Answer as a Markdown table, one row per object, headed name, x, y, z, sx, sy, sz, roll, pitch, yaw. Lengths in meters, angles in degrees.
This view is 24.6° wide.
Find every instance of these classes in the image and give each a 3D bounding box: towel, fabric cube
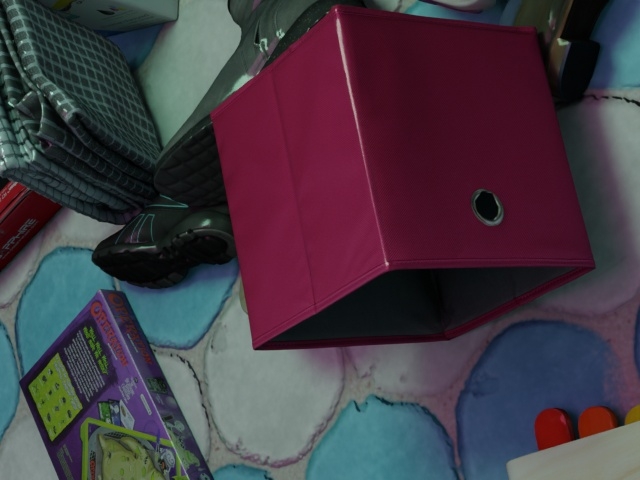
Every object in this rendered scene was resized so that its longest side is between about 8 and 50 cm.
| name | x | y | z | sx | sy | sz | roll | pitch | yaw |
| --- | --- | --- | --- | --- | --- | --- | --- | --- | --- |
| towel | -0.307 | -0.167 | 1.812 | 0.121 | 0.284 | 0.235 | -30 | 64 | 15 |
| fabric cube | 0.076 | -0.052 | 1.443 | 0.259 | 0.254 | 0.258 | -33 | 62 | 52 |

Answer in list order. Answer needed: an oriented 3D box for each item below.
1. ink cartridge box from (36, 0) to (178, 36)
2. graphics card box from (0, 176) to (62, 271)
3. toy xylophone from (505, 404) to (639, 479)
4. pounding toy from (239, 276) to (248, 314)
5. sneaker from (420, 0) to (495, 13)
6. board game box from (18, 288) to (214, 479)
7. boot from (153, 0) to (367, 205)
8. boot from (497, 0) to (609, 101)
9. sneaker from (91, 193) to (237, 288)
| name | x | y | z | sx | sy | sz | roll | pitch | yaw |
| --- | --- | --- | --- | --- | --- | --- | --- | --- | --- |
| ink cartridge box | -0.345 | -0.388 | 1.882 | 0.198 | 0.270 | 0.197 | -6 | 81 | 41 |
| graphics card box | -0.499 | -0.151 | 2.106 | 0.233 | 0.094 | 0.371 | -43 | 60 | 30 |
| toy xylophone | 0.304 | 0.259 | 1.351 | 0.323 | 0.081 | 0.236 | -15 | 75 | 39 |
| pounding toy | 0.000 | 0.000 | 1.659 | 0.183 | 0.110 | 0.237 | -48 | 26 | 39 |
| sneaker | 0.101 | -0.367 | 1.574 | 0.305 | 0.114 | 0.152 | 56 | 134 | 31 |
| board game box | -0.260 | 0.260 | 1.874 | 0.208 | 0.056 | 0.347 | -48 | 56 | 31 |
| boot | -0.076 | -0.209 | 1.718 | 0.338 | 0.118 | 0.222 | -40 | 41 | 18 |
| boot | 0.239 | -0.259 | 1.477 | 0.106 | 0.082 | 0.219 | 24 | 102 | 38 |
| sneaker | -0.180 | -0.012 | 1.825 | 0.267 | 0.101 | 0.106 | -15 | 51 | 41 |
